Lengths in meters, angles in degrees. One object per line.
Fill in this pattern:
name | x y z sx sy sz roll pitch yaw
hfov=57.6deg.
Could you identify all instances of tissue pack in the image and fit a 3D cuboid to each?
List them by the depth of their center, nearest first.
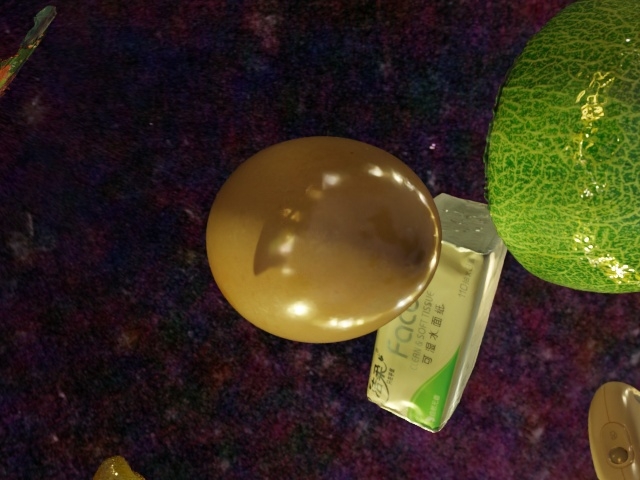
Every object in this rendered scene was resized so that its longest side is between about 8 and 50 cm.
tissue pack | 0.258 0.134 1.251 0.332 0.205 0.404 -30 135 -57

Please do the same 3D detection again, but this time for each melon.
melon | 0.233 -0.074 0.447 0.129 0.169 0.265 3 103 -32

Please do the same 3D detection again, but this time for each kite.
kite | -0.352 -0.155 0.613 0.016 0.321 0.234 38 102 -26

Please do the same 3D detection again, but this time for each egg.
egg | 0.000 0.000 0.850 0.301 0.374 0.300 -6 99 -40

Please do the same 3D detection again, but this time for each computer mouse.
computer mouse | 0.442 0.315 0.818 0.145 0.082 0.236 37 39 -27

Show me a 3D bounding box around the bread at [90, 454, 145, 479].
bread | -0.221 0.338 0.619 0.233 0.088 0.160 88 15 -49
